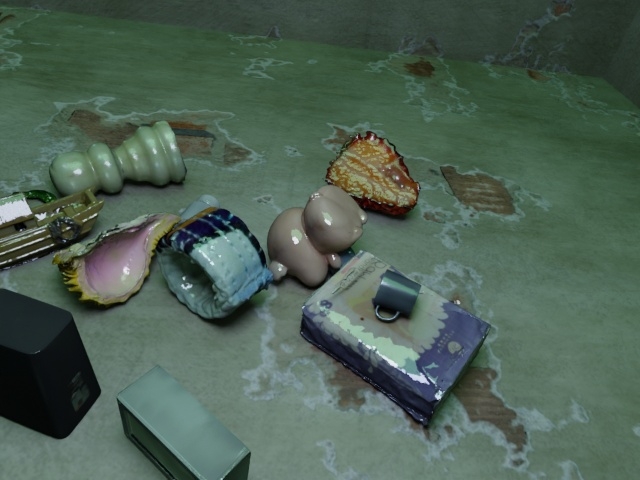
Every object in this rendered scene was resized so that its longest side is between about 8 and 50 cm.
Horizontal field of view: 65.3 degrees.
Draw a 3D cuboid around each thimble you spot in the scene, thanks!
[{"bbox_3d":[-0.228,0.055,1.076,0.237,0.237,0.150,32,48,23],"label":"thimble"}]

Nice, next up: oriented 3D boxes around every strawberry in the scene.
[{"bbox_3d":[0.159,-0.188,1.514,0.281,0.150,0.253,16,61,3],"label":"strawberry"}]

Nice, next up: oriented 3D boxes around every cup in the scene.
[{"bbox_3d":[0.152,0.118,1.009,0.077,0.078,0.100,22,80,12],"label":"cup"}]

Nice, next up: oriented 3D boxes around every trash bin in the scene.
[{"bbox_3d":[-0.484,0.204,0.841,0.165,0.225,0.115,18,40,9],"label":"trash bin"}]

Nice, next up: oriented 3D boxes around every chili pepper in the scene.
[{"bbox_3d":[-0.740,-0.118,1.309,0.118,0.035,0.055,14,23,-2],"label":"chili pepper"}]

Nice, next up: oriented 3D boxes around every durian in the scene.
[{"bbox_3d":[-0.479,0.022,1.124,0.196,0.185,0.305,7,32,25],"label":"durian"}]

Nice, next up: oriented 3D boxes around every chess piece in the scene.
[{"bbox_3d":[-0.555,-0.203,1.365,0.331,0.182,0.182,-21,49,-24],"label":"chess piece"}]

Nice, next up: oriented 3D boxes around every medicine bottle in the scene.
[{"bbox_3d":[-0.316,-0.058,1.297,0.080,0.080,0.130,17,40,7],"label":"medicine bottle"}]

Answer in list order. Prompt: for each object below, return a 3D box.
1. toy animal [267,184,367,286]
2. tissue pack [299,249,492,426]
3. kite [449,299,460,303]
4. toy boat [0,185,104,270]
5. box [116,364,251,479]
[{"bbox_3d":[-0.012,-0.015,1.206,0.230,0.221,0.210,13,36,1],"label":"toy animal"},{"bbox_3d":[0.152,0.189,1.071,0.344,0.125,0.242,31,51,25],"label":"tissue pack"},{"bbox_3d":[0.224,0.176,1.190,0.245,0.015,0.141,-2,44,-6],"label":"kite"},{"bbox_3d":[-0.713,-0.027,1.109,0.446,0.162,0.136,-23,48,-33],"label":"toy boat"},{"bbox_3d":[-0.226,0.332,0.823,0.225,0.129,0.086,32,44,24],"label":"box"}]
